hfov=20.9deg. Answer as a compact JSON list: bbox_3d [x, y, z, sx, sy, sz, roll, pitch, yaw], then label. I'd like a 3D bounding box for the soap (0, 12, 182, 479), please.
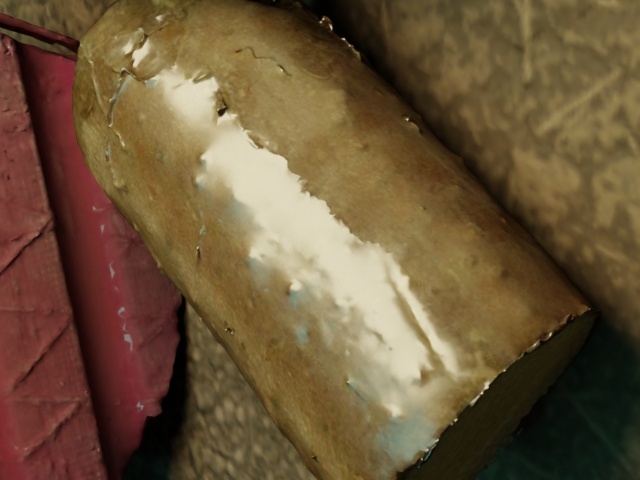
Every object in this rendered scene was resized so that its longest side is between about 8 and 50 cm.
[{"bbox_3d":[-0.176,0.010,0.889,0.112,0.182,0.289,10,115,49],"label":"soap"}]

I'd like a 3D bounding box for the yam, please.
[{"bbox_3d":[-0.001,-0.001,0.718,0.238,0.129,0.128,48,165,26],"label":"yam"}]
